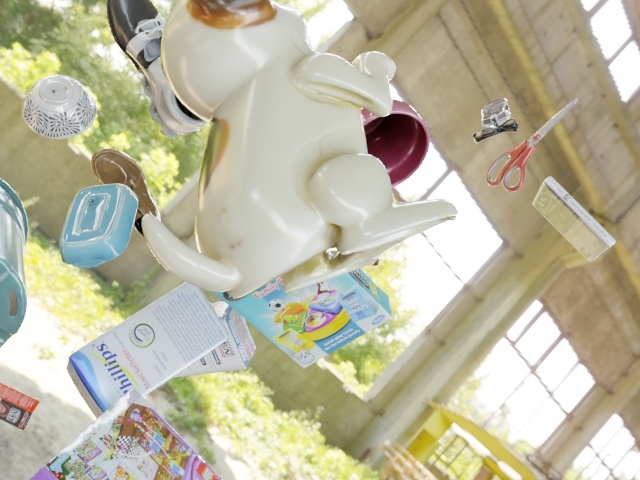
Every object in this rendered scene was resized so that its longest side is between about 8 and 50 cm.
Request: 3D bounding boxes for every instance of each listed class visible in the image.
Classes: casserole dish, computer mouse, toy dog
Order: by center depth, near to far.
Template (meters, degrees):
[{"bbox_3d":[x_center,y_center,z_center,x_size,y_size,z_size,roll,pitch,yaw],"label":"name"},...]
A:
[{"bbox_3d":[-0.077,-0.142,0.988,0.284,0.396,0.407,136,-64,-68],"label":"toy dog"},{"bbox_3d":[-0.364,-0.034,1.203,0.188,0.114,0.037,-91,173,-47],"label":"casserole dish"},{"bbox_3d":[0.418,-0.283,1.739,0.042,0.106,0.193,59,28,-20],"label":"computer mouse"}]

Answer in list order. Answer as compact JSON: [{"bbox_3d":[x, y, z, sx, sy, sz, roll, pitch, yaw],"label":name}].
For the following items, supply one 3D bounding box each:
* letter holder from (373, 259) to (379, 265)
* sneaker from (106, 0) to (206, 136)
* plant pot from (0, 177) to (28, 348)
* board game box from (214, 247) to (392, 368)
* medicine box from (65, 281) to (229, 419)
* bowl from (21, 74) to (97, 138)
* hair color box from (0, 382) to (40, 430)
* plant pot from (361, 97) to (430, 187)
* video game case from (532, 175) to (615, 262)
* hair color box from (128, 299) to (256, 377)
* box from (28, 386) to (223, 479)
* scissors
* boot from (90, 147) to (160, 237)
[{"bbox_3d":[0.000,0.000,1.833,0.214,0.152,0.301,7,-40,33],"label":"letter holder"},{"bbox_3d":[-0.316,-0.376,1.518,0.146,0.122,0.330,5,-54,48],"label":"sneaker"},{"bbox_3d":[-0.745,0.058,1.486,0.341,0.341,0.334,48,-2,-40],"label":"plant pot"},{"bbox_3d":[-0.042,0.113,1.617,0.336,0.254,0.079,45,23,-31],"label":"board game box"},{"bbox_3d":[-0.370,0.236,1.547,0.149,0.289,0.263,56,-24,1],"label":"medicine box"},{"bbox_3d":[-0.608,-0.326,1.708,0.170,0.170,0.080,42,-27,9],"label":"bowl"},{"bbox_3d":[-0.738,0.379,1.720,0.141,0.072,0.043,28,29,-9],"label":"hair color box"},{"bbox_3d":[0.111,-0.237,1.589,0.201,0.201,0.180,49,12,-42],"label":"plant pot"},{"bbox_3d":[0.501,-0.039,1.473,0.173,0.022,0.190,49,0,14],"label":"video game case"},{"bbox_3d":[-0.375,0.282,2.062,0.105,0.347,0.173,-65,141,-58],"label":"hair color box"},{"bbox_3d":[-0.246,0.325,0.971,0.201,0.057,0.293,46,8,0],"label":"box"},{"bbox_3d":[0.539,-0.258,1.908,0.021,0.297,0.109,21,14,-48],"label":"scissors"},{"bbox_3d":[-0.514,-0.123,2.002,0.115,0.112,0.305,63,0,43],"label":"boot"}]
